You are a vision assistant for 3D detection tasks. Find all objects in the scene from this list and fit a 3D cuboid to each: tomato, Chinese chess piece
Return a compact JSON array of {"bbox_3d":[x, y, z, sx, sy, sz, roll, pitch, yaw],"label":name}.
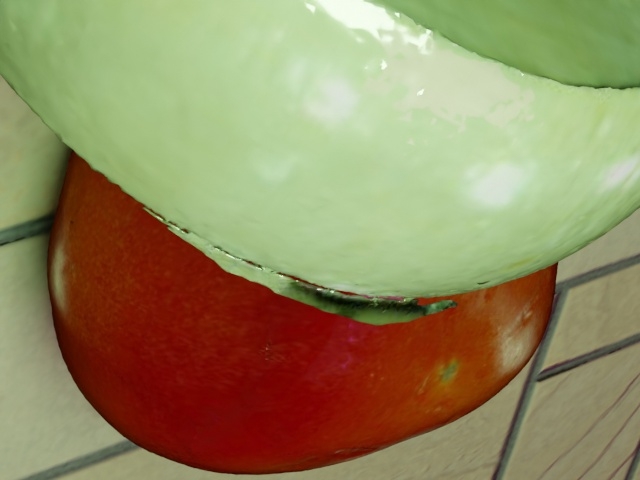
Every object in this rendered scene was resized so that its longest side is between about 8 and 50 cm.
[{"bbox_3d":[0.000,0.000,1.029,0.298,0.226,0.299,-23,141,-20],"label":"tomato"},{"bbox_3d":[0.005,-0.139,0.769,0.349,0.349,0.146,-2,146,-43],"label":"Chinese chess piece"}]
